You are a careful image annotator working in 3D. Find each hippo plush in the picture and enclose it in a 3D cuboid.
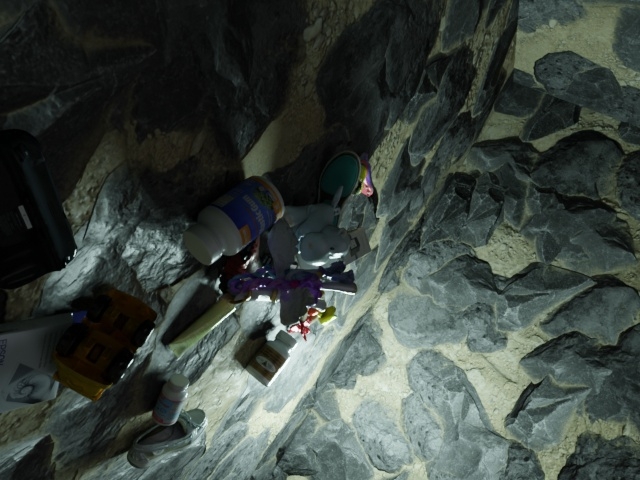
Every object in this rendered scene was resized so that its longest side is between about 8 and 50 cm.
[{"bbox_3d":[0.000,0.000,1.688,0.294,0.236,0.234,-19,138,-22],"label":"hippo plush"}]

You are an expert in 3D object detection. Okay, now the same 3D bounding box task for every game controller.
[{"bbox_3d":[-0.554,-0.044,0.877,0.167,0.067,0.319,-25,142,-30],"label":"game controller"}]

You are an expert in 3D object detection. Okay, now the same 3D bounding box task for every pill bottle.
[{"bbox_3d":[-0.206,0.509,2.118,0.229,0.131,0.131,-50,155,-20],"label":"pill bottle"},{"bbox_3d":[-0.497,0.529,1.621,0.087,0.087,0.160,-5,122,-62],"label":"pill bottle"},{"bbox_3d":[-0.241,-0.053,1.349,0.272,0.152,0.152,-43,152,-34],"label":"pill bottle"}]

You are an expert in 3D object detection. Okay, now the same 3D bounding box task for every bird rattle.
[{"bbox_3d":[-0.051,0.340,2.298,0.254,0.143,0.206,-21,126,-36],"label":"bird rattle"}]

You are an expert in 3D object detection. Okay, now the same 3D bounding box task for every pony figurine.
[{"bbox_3d":[-0.079,0.129,1.464,0.364,0.302,0.351,5,154,-34],"label":"pony figurine"}]

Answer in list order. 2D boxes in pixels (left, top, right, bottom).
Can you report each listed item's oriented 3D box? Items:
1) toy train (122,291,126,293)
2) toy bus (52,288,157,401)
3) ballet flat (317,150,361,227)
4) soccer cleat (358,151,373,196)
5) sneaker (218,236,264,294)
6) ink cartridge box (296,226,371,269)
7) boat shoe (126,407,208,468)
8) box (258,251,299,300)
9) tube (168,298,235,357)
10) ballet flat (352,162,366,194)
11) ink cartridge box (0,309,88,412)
[{"bbox_3d":[-0.540,0.172,1.183,0.158,0.027,0.036,-37,146,-41],"label":"toy train"},{"bbox_3d":[-0.501,0.256,1.123,0.211,0.150,0.220,-52,-171,41],"label":"toy bus"},{"bbox_3d":[0.059,-0.190,1.846,0.139,0.139,0.400,-34,151,-44],"label":"ballet flat"},{"bbox_3d":[0.188,-0.271,2.039,0.095,0.083,0.248,-59,154,-13],"label":"soccer cleat"},{"bbox_3d":[-0.238,0.057,1.556,0.135,0.098,0.276,-25,142,-52],"label":"sneaker"},{"bbox_3d":[0.055,0.043,1.953,0.273,0.199,0.114,-22,95,-60],"label":"ink cartridge box"},{"bbox_3d":[-0.524,0.679,1.716,0.321,0.118,0.103,-12,134,-51],"label":"boat shoe"},{"bbox_3d":[-0.182,0.142,1.826,0.175,0.051,0.220,-61,157,4],"label":"box"},{"bbox_3d":[-0.387,0.279,1.588,0.240,0.062,0.070,-42,108,-24],"label":"tube"},{"bbox_3d":[0.136,-0.226,1.936,0.231,0.077,0.077,100,5,-69],"label":"ballet flat"},{"bbox_3d":[-0.624,0.267,1.071,0.224,0.045,0.223,-6,124,-52],"label":"ink cartridge box"}]
